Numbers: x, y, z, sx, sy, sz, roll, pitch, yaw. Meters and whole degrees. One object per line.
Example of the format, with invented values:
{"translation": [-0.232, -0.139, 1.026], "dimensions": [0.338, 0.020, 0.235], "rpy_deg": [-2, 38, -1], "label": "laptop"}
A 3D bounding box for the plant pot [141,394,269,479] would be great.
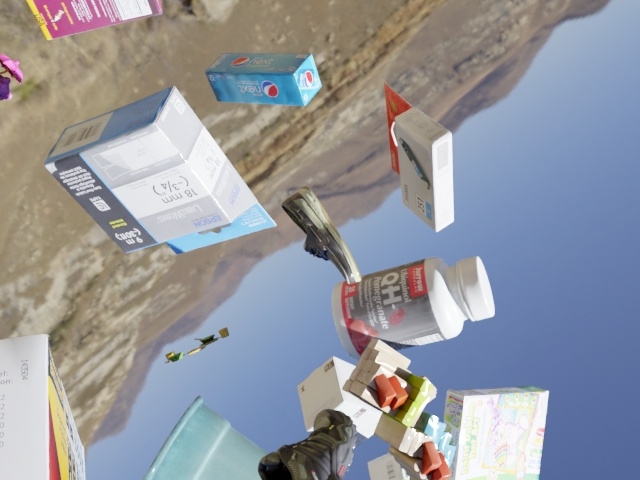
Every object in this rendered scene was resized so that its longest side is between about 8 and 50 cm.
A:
{"translation": [-0.189, 0.547, 1.615], "dimensions": [0.341, 0.334, 0.341], "rpy_deg": [-60, 177, -5], "label": "plant pot"}

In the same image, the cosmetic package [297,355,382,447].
{"translation": [0.062, 0.431, 2.118], "dimensions": [0.151, 0.183, 0.151], "rpy_deg": [-44, -142, 24], "label": "cosmetic package"}

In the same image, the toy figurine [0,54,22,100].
{"translation": [-0.774, -0.369, 1.847], "dimensions": [0.159, 0.173, 0.130], "rpy_deg": [-5, -158, -27], "label": "toy figurine"}

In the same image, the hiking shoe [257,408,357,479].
{"translation": [-0.019, 0.284, 1.033], "dimensions": [0.227, 0.114, 0.086], "rpy_deg": [-80, -169, -67], "label": "hiking shoe"}

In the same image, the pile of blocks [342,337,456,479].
{"translation": [0.180, 0.335, 1.385], "dimensions": [0.149, 0.362, 0.112], "rpy_deg": [-36, -158, -20], "label": "pile of blocks"}

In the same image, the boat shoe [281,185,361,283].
{"translation": [0.000, -0.001, 1.526], "dimensions": [0.073, 0.224, 0.080], "rpy_deg": [-30, 158, -4], "label": "boat shoe"}

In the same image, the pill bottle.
{"translation": [0.198, 0.136, 1.698], "dimensions": [0.318, 0.176, 0.176], "rpy_deg": [-16, -168, 18], "label": "pill bottle"}

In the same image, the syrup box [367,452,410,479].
{"translation": [0.226, 0.636, 2.068], "dimensions": [0.096, 0.237, 0.093], "rpy_deg": [-29, -134, 21], "label": "syrup box"}

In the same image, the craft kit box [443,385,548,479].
{"translation": [0.342, 0.419, 1.587], "dimensions": [0.246, 0.250, 0.061], "rpy_deg": [4, -177, -32], "label": "craft kit box"}

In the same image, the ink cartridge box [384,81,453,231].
{"translation": [0.220, -0.201, 1.953], "dimensions": [0.066, 0.261, 0.296], "rpy_deg": [-31, 140, -17], "label": "ink cartridge box"}

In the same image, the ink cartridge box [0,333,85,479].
{"translation": [-0.302, 0.220, 0.760], "dimensions": [0.130, 0.272, 0.309], "rpy_deg": [-5, 149, -13], "label": "ink cartridge box"}

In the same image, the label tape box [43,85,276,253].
{"translation": [-0.265, -0.075, 1.373], "dimensions": [0.240, 0.334, 0.106], "rpy_deg": [-15, -140, 26], "label": "label tape box"}

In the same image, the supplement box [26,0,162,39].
{"translation": [-0.349, -0.392, 1.240], "dimensions": [0.188, 0.081, 0.104], "rpy_deg": [-13, -129, 2], "label": "supplement box"}

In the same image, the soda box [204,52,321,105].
{"translation": [-0.108, -0.300, 1.478], "dimensions": [0.210, 0.071, 0.067], "rpy_deg": [10, -132, 33], "label": "soda box"}

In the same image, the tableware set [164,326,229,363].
{"translation": [-0.274, 0.231, 1.765], "dimensions": [0.154, 0.024, 0.104], "rpy_deg": [-23, 180, -24], "label": "tableware set"}
